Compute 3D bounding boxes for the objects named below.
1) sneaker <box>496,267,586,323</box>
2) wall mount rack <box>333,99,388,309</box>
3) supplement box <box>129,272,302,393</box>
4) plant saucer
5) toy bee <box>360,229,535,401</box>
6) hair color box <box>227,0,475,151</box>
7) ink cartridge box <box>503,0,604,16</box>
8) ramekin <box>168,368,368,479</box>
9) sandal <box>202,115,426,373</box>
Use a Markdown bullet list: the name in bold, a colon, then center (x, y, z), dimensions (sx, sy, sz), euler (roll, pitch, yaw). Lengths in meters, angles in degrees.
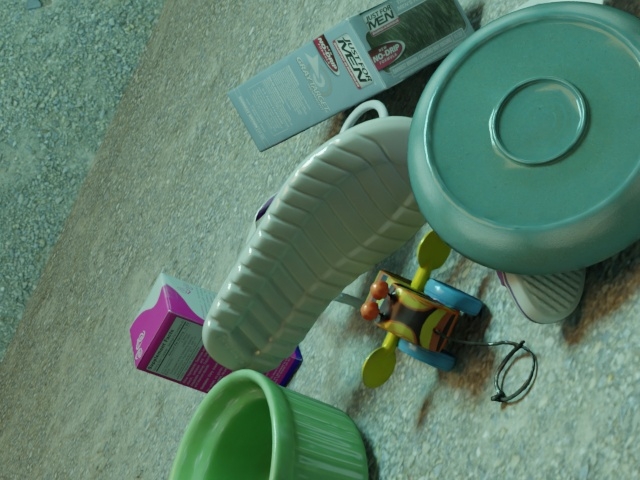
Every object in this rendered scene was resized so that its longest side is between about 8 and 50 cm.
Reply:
- **sneaker**: center (0.203, -0.014, 1.532), dimensions (0.161, 0.102, 0.282), euler (128, 138, -52)
- **wall mount rack**: center (0.032, -0.012, 1.891), dimensions (0.304, 0.130, 0.350), euler (9, 77, 62)
- **supplement box**: center (-0.155, 0.151, 1.999), dimensions (0.114, 0.220, 0.111), euler (-57, 25, 19)
- **plant saucer**: center (0.234, -0.119, 1.433), dimensions (0.318, 0.044, 0.317), euler (-10, 66, 22)
- **toy bee**: center (0.112, 0.075, 1.586), dimensions (0.298, 0.162, 0.195), euler (-15, 54, 61)
- **hair color box**: center (0.037, -0.254, 1.998), dimensions (0.185, 0.113, 0.374), euler (-32, 6, -30)
- **ink cartridge box**: center (0.263, -0.184, 1.635), dimensions (0.275, 0.060, 0.239), euler (-26, 45, 56)
- **ramekin**: center (-0.069, 0.327, 1.721), dimensions (0.303, 0.148, 0.303), euler (-42, 38, 45)
- **sandal**: center (-0.012, -0.009, 1.710), dimensions (0.416, 0.169, 0.102), euler (-46, 23, 18)
